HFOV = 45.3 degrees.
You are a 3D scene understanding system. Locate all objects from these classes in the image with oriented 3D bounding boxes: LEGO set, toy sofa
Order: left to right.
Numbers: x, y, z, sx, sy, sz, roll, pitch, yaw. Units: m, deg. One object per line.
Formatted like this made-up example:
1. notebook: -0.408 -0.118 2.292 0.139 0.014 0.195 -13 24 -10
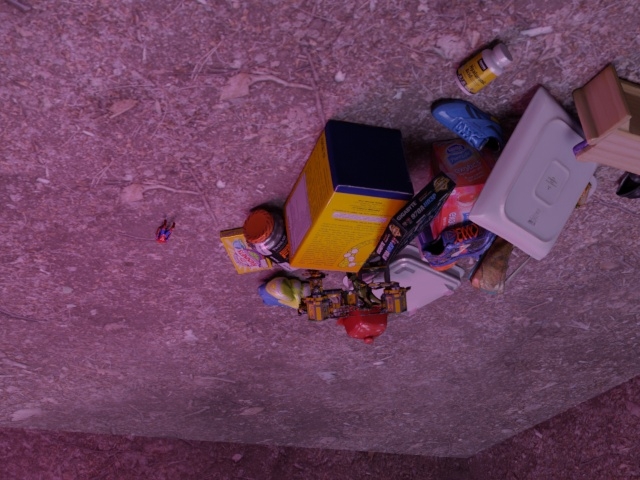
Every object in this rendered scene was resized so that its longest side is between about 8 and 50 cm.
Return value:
1. LEGO set: 0.088 0.106 2.176 0.331 0.192 0.255 -5 -175 5
2. toy sofa: 0.758 -0.263 1.806 0.363 0.150 0.177 10 149 -26

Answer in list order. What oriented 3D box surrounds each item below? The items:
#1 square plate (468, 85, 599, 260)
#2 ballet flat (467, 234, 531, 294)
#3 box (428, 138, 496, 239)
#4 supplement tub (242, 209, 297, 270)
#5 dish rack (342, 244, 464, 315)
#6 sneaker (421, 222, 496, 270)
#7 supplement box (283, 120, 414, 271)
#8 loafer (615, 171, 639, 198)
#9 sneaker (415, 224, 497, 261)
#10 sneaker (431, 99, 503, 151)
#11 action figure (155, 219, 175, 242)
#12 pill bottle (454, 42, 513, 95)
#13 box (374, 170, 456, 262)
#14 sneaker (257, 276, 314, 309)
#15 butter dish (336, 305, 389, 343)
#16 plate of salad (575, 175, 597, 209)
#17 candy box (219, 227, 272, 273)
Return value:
1. square plate: 0.543 -0.143 1.851 0.347 0.049 0.344 25 95 -41
2. ballet flat: 0.509 -0.009 1.996 0.123 0.348 0.123 30 166 8
3. box: 0.359 -0.112 1.959 0.142 0.154 0.300 -8 147 -1
4. supplement tub: -0.116 -0.003 2.058 0.117 0.117 0.190 -24 145 24
5. dish rack: 0.267 0.141 2.417 0.333 0.072 0.285 24 137 -38
6. sneaker: 0.346 0.003 1.921 0.087 0.083 0.221 31 128 -35
7. supplement box: 0.058 -0.096 1.877 0.195 0.194 0.356 6 146 -20
8. loafer: 0.856 -0.179 2.028 0.078 0.076 0.223 -10 152 -11
9. sneaker: 0.428 -0.029 2.148 0.316 0.127 0.182 2 144 -27
10. sneaker: 0.349 -0.262 1.784 0.209 0.082 0.069 17 142 -31
11. action figure: -0.416 -0.021 2.049 0.038 0.030 0.115 13 148 -21
12. pill bottle: 0.348 -0.366 1.632 0.065 0.065 0.116 22 137 -38
13. box: 0.220 -0.050 1.808 0.175 0.051 0.220 -42 169 -19
14. sneaker: -0.101 0.170 2.388 0.126 0.091 0.240 -7 154 35
15. butter dish: 0.155 0.291 2.582 0.160 0.118 0.160 8 144 -24
16. plate of salad: 0.660 -0.123 2.102 0.200 0.048 0.200 -6 149 -3
17. candy box: -0.208 0.029 2.173 0.105 0.027 0.206 -9 148 6
